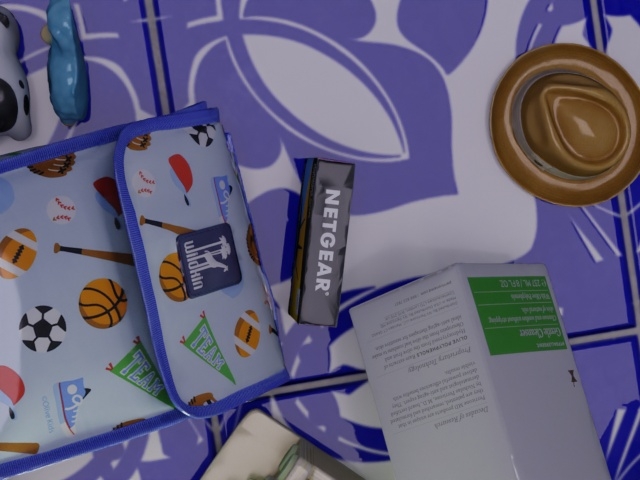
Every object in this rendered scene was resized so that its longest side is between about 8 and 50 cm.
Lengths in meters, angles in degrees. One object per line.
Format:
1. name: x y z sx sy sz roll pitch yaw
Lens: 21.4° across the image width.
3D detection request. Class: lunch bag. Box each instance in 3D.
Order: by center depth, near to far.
1. lunch bag: -0.243 0.051 1.776 0.385 0.239 0.328 -15 94 -19

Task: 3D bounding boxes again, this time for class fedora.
1. fedora: 0.286 -0.130 1.892 0.194 0.079 0.194 0 92 -5

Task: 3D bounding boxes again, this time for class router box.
1. router box: 0.000 0.000 1.841 0.046 0.133 0.179 6 91 -7

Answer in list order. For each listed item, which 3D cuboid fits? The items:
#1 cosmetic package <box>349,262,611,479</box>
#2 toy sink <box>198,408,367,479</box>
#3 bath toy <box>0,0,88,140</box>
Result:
1. cosmetic package: 0.184 0.219 1.777 0.155 0.197 0.365 -25 76 34
2. toy sink: -0.021 0.310 1.812 0.234 0.131 0.153 35 93 -2
3. bath toy: -0.426 -0.172 1.794 0.348 0.129 0.151 -13 60 -6
